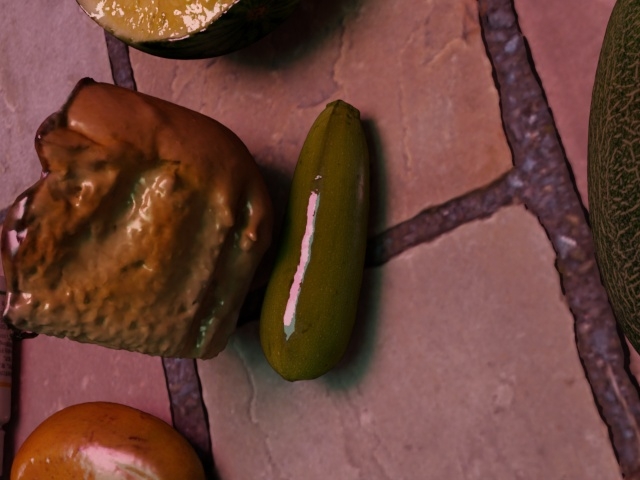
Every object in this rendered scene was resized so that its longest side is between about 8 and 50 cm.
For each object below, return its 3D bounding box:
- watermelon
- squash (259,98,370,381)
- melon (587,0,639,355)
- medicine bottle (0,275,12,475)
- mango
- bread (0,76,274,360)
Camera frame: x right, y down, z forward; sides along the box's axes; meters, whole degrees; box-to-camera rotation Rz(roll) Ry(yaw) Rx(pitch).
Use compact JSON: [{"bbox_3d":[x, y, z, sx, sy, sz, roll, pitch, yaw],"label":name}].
[{"bbox_3d":[-0.087,-0.232,0.850,0.232,0.127,0.204,41,97,30],"label":"watermelon"},{"bbox_3d":[0.000,0.000,0.789,0.066,0.066,0.201,1,77,36],"label":"squash"},{"bbox_3d":[0.224,-0.033,0.561,0.182,0.182,0.288,0,84,36],"label":"melon"},{"bbox_3d":[-0.307,0.144,0.991,0.092,0.061,0.221,-20,68,57],"label":"medicine bottle"},{"bbox_3d":[-0.163,0.177,0.858,0.165,0.089,0.115,-18,73,29],"label":"mango"},{"bbox_3d":[-0.100,-0.003,0.771,0.133,0.251,0.174,17,90,16],"label":"bread"}]
